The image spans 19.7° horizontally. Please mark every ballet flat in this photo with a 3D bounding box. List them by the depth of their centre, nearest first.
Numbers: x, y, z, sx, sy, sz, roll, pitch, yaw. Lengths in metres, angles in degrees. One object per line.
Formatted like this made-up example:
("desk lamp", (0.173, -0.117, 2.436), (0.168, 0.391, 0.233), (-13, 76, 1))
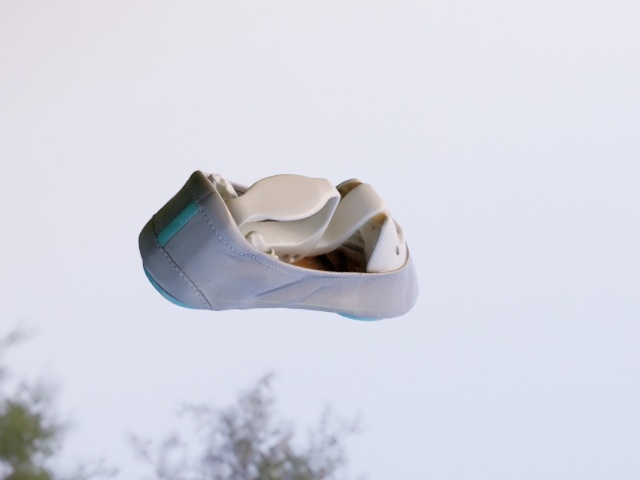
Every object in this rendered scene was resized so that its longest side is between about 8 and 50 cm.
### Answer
("ballet flat", (0.000, 0.000, 0.902), (0.213, 0.072, 0.068), (2, 134, -54))
